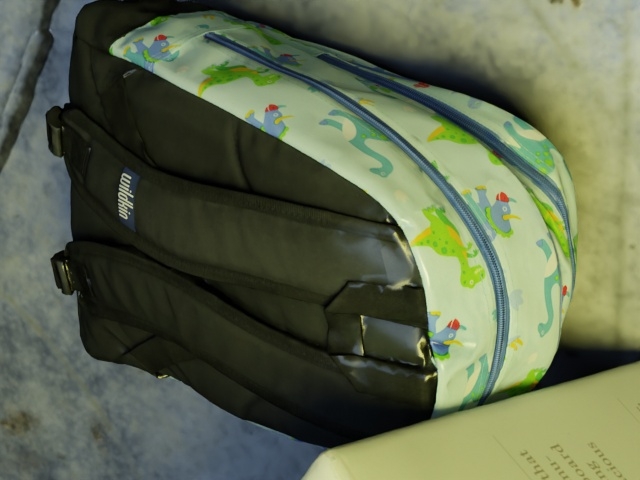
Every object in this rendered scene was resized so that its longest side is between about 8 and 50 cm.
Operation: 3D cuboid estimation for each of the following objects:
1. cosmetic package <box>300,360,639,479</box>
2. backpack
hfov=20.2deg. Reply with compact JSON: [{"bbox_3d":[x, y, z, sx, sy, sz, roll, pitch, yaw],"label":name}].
[{"bbox_3d":[0.139,0.319,1.153,0.327,0.393,0.329,50,125,24],"label":"cosmetic package"},{"bbox_3d":[0.000,0.000,1.225,0.355,0.273,0.290,30,125,53],"label":"backpack"}]
